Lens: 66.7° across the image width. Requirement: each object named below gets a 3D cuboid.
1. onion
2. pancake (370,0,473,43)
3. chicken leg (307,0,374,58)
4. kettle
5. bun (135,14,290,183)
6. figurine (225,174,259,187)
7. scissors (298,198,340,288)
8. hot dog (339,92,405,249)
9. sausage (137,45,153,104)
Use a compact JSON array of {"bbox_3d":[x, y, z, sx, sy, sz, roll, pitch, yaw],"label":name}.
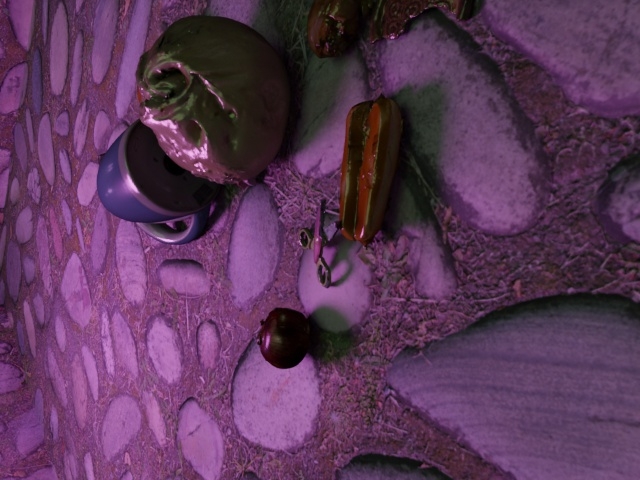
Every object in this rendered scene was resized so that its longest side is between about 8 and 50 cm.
[{"bbox_3d":[-0.073,0.199,0.966,0.118,0.119,0.117,47,145,35],"label":"onion"},{"bbox_3d":[0.153,-0.380,0.788,0.190,0.020,0.184,-42,62,38],"label":"pancake"},{"bbox_3d":[0.041,-0.438,0.866,0.103,0.088,0.227,38,111,50],"label":"chicken leg"},{"bbox_3d":[-0.429,-0.122,1.256,0.342,0.247,0.319,-16,113,44],"label":"kettle"},{"bbox_3d":[-0.226,-0.298,1.012,0.326,0.234,0.362,-33,76,19],"label":"bun"},{"bbox_3d":[-0.199,-0.162,1.132,0.129,0.054,0.072,14,89,43],"label":"figurine"},{"bbox_3d":[0.000,0.000,0.905,0.133,0.020,0.187,61,155,25],"label":"scissors"},{"bbox_3d":[0.083,-0.117,0.830,0.109,0.072,0.269,13,99,47],"label":"hot dog"},{"bbox_3d":[-0.407,-0.433,1.295,0.136,0.120,0.241,45,122,19],"label":"sausage"}]
